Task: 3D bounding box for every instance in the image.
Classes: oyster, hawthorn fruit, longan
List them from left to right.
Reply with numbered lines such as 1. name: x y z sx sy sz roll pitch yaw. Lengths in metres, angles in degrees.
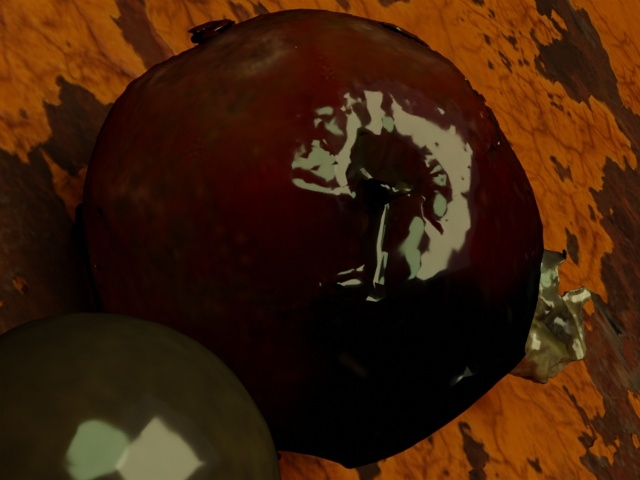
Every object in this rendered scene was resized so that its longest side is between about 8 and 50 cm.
1. longan: -0.112 0.132 0.929 0.212 0.198 0.198 28 43 -41
2. hawthorn fruit: -0.004 0.006 1.105 0.316 0.316 0.316 35 39 -35
3. oyster: 0.082 -0.020 1.413 0.275 0.100 0.271 16 48 -33
